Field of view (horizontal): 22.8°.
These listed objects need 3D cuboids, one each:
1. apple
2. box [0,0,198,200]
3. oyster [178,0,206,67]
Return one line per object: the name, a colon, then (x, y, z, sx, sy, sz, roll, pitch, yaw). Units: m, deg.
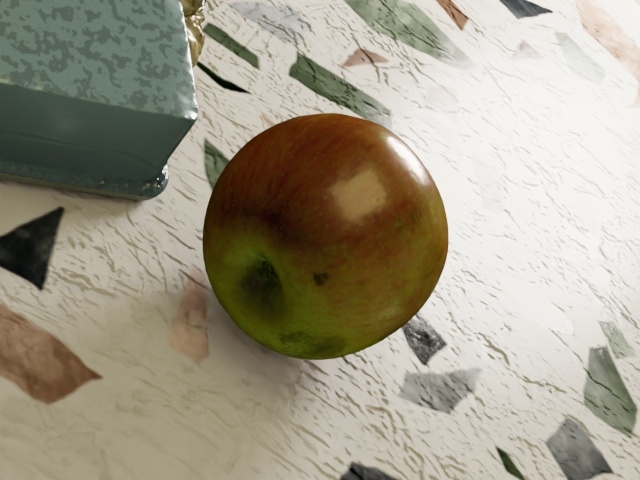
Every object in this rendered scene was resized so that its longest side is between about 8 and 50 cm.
apple: (0.000, 0.000, 1.246, 0.196, 0.196, 0.196, 22, 36, -17)
box: (-0.213, -0.132, 1.280, 0.227, 0.130, 0.162, 8, 57, -32)
oyster: (-0.159, -0.286, 1.509, 0.166, 0.094, 0.294, 24, 52, -9)
